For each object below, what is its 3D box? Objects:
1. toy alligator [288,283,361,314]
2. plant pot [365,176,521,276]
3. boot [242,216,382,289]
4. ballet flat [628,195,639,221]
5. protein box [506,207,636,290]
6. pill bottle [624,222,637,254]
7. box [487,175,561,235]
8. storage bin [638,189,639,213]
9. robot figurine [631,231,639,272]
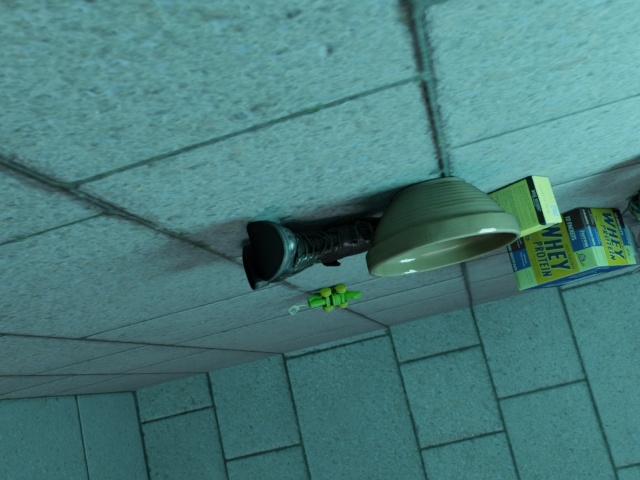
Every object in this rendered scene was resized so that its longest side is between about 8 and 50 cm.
[{"bbox_3d":[0.007,0.146,1.835,0.190,0.056,0.051,-12,-152,-6],"label":"toy alligator"},{"bbox_3d":[0.176,-0.026,1.112,0.238,0.109,0.237,-13,166,-3],"label":"plant pot"},{"bbox_3d":[0.000,0.000,1.147,0.229,0.091,0.263,-15,172,-16],"label":"boot"},{"bbox_3d":[0.749,-0.074,1.618,0.189,0.070,0.070,5,159,-42],"label":"ballet flat"},{"bbox_3d":[0.575,0.022,1.668,0.200,0.135,0.201,-1,162,-44],"label":"protein box"},{"bbox_3d":[0.693,0.028,1.860,0.118,0.117,0.208,0,161,-46],"label":"pill bottle"},{"bbox_3d":[0.295,-0.032,1.267,0.058,0.087,0.232,0,161,-46],"label":"box"},{"bbox_3d":[0.726,-0.086,1.490,0.135,0.098,0.091,-12,-165,-6],"label":"storage bin"},{"bbox_3d":[0.980,0.005,1.861,0.354,0.199,0.299,-16,127,13],"label":"robot figurine"}]
